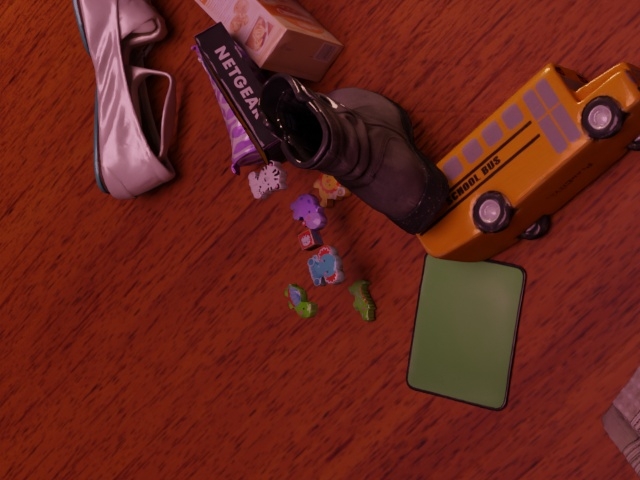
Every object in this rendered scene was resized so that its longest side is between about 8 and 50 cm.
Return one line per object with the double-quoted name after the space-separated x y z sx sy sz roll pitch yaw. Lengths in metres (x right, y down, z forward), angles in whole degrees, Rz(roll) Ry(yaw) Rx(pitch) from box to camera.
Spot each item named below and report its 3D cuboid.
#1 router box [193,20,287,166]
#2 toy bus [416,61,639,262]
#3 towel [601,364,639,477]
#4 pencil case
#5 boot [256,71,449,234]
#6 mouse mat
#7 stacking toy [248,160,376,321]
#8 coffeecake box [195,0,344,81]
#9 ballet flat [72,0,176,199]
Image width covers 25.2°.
-0.099 -0.190 1.897 0.046 0.133 0.179 -31 80 -3 "router box"
0.259 -0.100 1.739 0.332 0.108 0.130 -43 61 27 "toy bus"
0.451 0.165 1.552 0.324 0.056 0.312 -61 31 19 "towel"
-0.115 -0.204 2.014 0.088 0.086 0.206 -23 75 12 "pencil case"
0.013 -0.150 1.784 0.118 0.222 0.338 -56 31 8 "boot"
0.186 0.114 1.848 0.152 0.007 0.190 11 94 34 "mouse mat"
0.000 0.000 1.882 0.052 0.167 0.221 -26 73 31 "stacking toy"
-0.079 -0.307 1.958 0.185 0.142 0.068 47 112 26 "coffeecake box"
-0.280 -0.263 2.123 0.139 0.139 0.400 -8 89 34 "ballet flat"
